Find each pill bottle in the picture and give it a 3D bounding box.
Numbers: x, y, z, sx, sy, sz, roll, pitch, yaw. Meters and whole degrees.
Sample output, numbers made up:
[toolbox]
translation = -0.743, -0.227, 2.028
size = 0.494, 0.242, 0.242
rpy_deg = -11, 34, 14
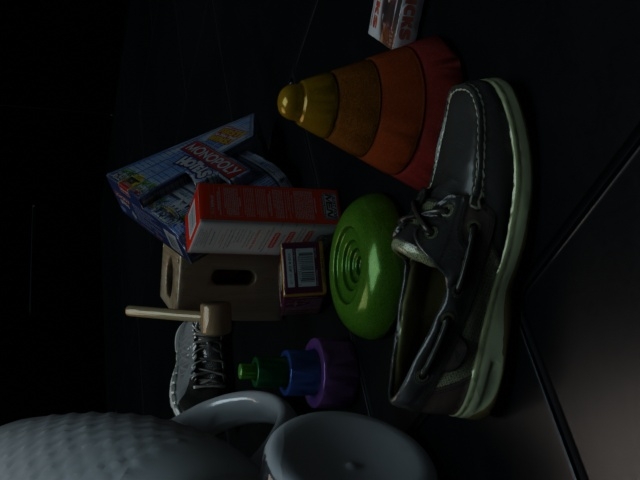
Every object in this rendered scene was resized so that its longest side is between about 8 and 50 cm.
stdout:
[pill bottle]
translation = 0.003, 0.267, 0.678
size = 0.130, 0.130, 0.245
rpy_deg = -125, 42, -60

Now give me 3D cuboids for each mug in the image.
[mug]
translation = -0.166, 0.279, 0.882
size = 0.328, 0.374, 0.276
rpy_deg = -13, 112, 43

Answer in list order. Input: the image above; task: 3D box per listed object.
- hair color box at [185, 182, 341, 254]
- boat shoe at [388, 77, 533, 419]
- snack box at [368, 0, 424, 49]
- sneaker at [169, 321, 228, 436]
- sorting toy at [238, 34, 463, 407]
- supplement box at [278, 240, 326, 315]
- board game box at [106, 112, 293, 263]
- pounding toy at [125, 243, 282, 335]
[hair color box]
translation = -0.057, -0.019, 0.869
size = 0.072, 0.141, 0.043
rpy_deg = 124, 144, -57
[boat shoe]
translation = 0.083, 0.006, 0.565
size = 0.080, 0.073, 0.223
rpy_deg = -160, 73, -70
[snack box]
translation = 0.073, -0.245, 0.701
size = 0.064, 0.022, 0.178
rpy_deg = -121, 38, -60
[sneaker]
translation = -0.167, 0.160, 1.261
size = 0.228, 0.086, 0.132
rpy_deg = -109, 31, -49
[sorting toy]
translation = 0.000, 0.000, 0.729
size = 0.127, 0.126, 0.365
rpy_deg = -113, 32, -50
[supplement box]
translation = -0.019, 0.038, 0.876
size = 0.083, 0.043, 0.055
rpy_deg = 102, 164, -70
[board game box]
translation = -0.122, -0.074, 1.036
size = 0.194, 0.194, 0.060
rpy_deg = 29, 146, 50
[pounding toy]
translation = -0.132, 0.042, 1.018
size = 0.206, 0.181, 0.094
rpy_deg = -156, 69, -70
